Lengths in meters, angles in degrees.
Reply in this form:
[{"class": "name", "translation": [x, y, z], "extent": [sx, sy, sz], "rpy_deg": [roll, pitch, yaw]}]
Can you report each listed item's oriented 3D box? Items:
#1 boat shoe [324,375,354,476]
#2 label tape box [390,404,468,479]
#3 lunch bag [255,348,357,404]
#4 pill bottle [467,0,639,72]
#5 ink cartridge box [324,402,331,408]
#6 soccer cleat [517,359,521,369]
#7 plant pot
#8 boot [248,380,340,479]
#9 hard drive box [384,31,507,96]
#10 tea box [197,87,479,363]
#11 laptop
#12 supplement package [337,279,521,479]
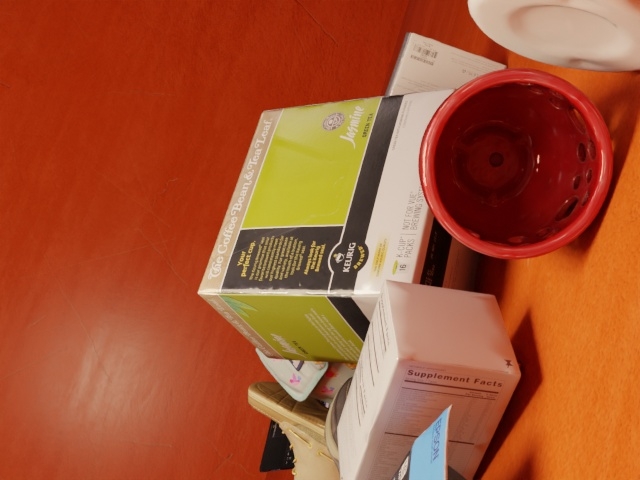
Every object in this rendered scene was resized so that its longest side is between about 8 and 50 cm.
[{"class": "boat shoe", "translation": [0.093, 0.300, 1.172], "extent": [0.130, 0.132, 0.355], "rpy_deg": [-59, 18, 23]}, {"class": "label tape box", "translation": [0.096, 0.371, 0.815], "extent": [0.249, 0.115, 0.348], "rpy_deg": [-78, 10, -52]}, {"class": "lunch bag", "translation": [0.028, 0.181, 1.416], "extent": [0.223, 0.262, 0.160], "rpy_deg": [115, 172, -54]}, {"class": "pill bottle", "translation": [0.287, -0.366, 0.796], "extent": [0.204, 0.204, 0.361], "rpy_deg": [149, 139, -83]}, {"class": "ink cartridge box", "translation": [0.088, 0.246, 1.711], "extent": [0.165, 0.065, 0.333], "rpy_deg": [-85, 15, -70]}, {"class": "soccer cleat", "translation": [0.202, 0.144, 0.935], "extent": [0.083, 0.029, 0.036], "rpy_deg": [-165, 98, -81]}, {"class": "plant pot", "translation": [0.196, -0.084, 0.894], "extent": [0.174, 0.191, 0.191], "rpy_deg": [-87, 15, -83]}, {"class": "boot", "translation": [-0.039, 0.391, 1.518], "extent": [0.095, 0.261, 0.204], "rpy_deg": [-29, -40, -65]}, {"class": "hard drive box", "translation": [0.201, -0.232, 1.473], "extent": [0.089, 0.181, 0.232], "rpy_deg": [-89, 18, -76]}, {"class": "tea box", "translation": [0.050, -0.013, 1.192], "extent": [0.220, 0.323, 0.329], "rpy_deg": [53, -134, -48]}, {"class": "laptop", "translation": [-0.028, 0.411, 1.984], "extent": [0.234, 0.264, 0.137], "rpy_deg": [-77, -30, -52]}, {"class": "supplement package", "translation": [0.113, 0.185, 0.938], "extent": [0.134, 0.139, 0.244], "rpy_deg": [-94, 16, -55]}]
